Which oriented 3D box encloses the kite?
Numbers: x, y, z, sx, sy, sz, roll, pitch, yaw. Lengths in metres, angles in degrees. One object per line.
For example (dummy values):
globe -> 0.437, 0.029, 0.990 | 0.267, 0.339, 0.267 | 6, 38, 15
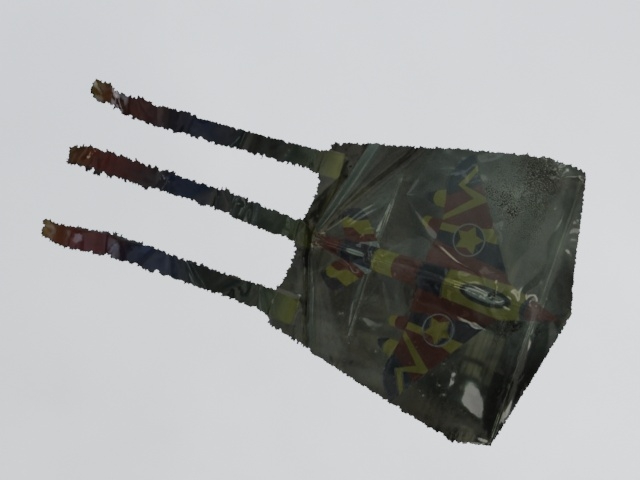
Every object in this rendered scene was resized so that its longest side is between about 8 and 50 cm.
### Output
kite -> 0.000, 0.000, 0.794 | 0.245, 0.015, 0.141 | 18, -88, -7
